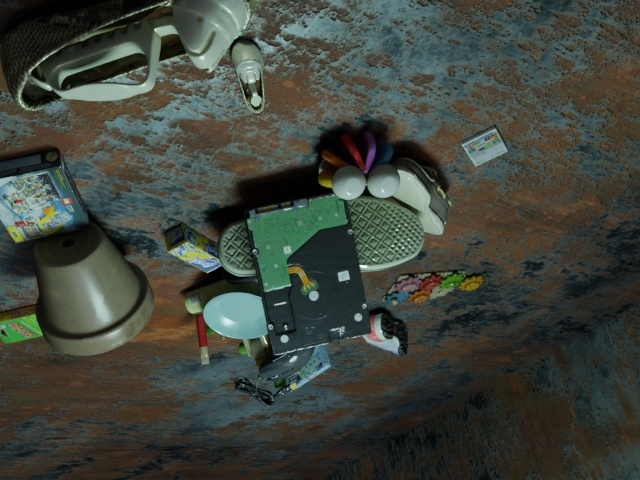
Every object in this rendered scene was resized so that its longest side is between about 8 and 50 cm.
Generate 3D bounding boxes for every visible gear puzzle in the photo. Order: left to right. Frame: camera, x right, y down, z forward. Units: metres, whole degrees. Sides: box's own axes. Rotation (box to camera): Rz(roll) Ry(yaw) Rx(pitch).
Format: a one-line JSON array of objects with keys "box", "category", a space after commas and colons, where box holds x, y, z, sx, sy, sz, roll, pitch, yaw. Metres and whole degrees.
[{"box": [0.369, 0.156, 2.616, 0.339, 0.044, 0.175, -3, 149, -24], "category": "gear puzzle"}]

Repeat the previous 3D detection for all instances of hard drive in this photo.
[{"box": [-0.029, 0.071, 1.879, 0.237, 0.339, 0.064, -13, -171, -7], "category": "hard drive"}]

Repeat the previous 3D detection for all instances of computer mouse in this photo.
[{"box": [-0.091, 0.365, 2.263, 0.262, 0.060, 0.184, -38, 136, 4], "category": "computer mouse"}]

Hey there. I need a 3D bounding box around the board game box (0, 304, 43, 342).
[{"box": [-0.696, 0.200, 2.117, 0.259, 0.039, 0.124, -15, 151, -10], "category": "board game box"}]

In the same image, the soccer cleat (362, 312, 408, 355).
[{"box": [0.210, 0.317, 2.776, 0.116, 0.108, 0.318, -6, 159, 23], "category": "soccer cleat"}]

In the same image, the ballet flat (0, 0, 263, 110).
[{"box": [-0.265, -0.314, 1.289, 0.483, 0.182, 0.164, -20, 151, 4], "category": "ballet flat"}]

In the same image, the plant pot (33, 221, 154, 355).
[{"box": [-0.521, 0.086, 1.823, 0.263, 0.263, 0.229, -14, 135, -7], "category": "plant pot"}]

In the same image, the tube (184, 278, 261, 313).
[{"box": [-0.244, 0.135, 2.183, 0.240, 0.062, 0.070, -18, 142, 22], "category": "tube"}]

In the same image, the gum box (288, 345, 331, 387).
[{"box": [-0.054, 0.337, 2.556, 0.041, 0.184, 0.157, 13, 139, -43], "category": "gum box"}]

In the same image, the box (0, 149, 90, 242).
[{"box": [-0.574, -0.085, 1.668, 0.159, 0.044, 0.233, -13, 151, -8], "category": "box"}]

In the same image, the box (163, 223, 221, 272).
[{"box": [-0.302, 0.021, 1.997, 0.059, 0.054, 0.169, -27, 151, 17], "category": "box"}]

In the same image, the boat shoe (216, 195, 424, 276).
[{"box": [0.000, 0.000, 1.996, 0.500, 0.186, 0.156, -7, 174, -7], "category": "boat shoe"}]

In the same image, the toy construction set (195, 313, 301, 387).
[{"box": [-0.185, 0.309, 2.327, 0.309, 0.237, 0.257, -5, 177, -7], "category": "toy construction set"}]

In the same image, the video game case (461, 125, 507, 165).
[{"box": [0.395, -0.226, 1.989, 0.087, 0.011, 0.122, -25, 151, 16], "category": "video game case"}]

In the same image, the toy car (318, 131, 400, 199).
[{"box": [0.085, -0.171, 1.807, 0.182, 0.159, 0.136, -4, 110, -17], "category": "toy car"}]

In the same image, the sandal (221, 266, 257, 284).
[{"box": [-0.132, 0.049, 2.095, 0.254, 0.097, 0.054, -20, 151, 6], "category": "sandal"}]

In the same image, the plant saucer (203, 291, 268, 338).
[{"box": [-0.208, 0.186, 2.164, 0.195, 0.037, 0.195, 1, 137, 0], "category": "plant saucer"}]

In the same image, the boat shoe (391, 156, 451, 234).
[{"box": [0.242, -0.122, 2.000, 0.117, 0.096, 0.324, 15, 163, 30], "category": "boat shoe"}]

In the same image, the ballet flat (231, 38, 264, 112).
[{"box": [-0.125, -0.299, 1.527, 0.057, 0.052, 0.168, -16, 151, -2], "category": "ballet flat"}]
